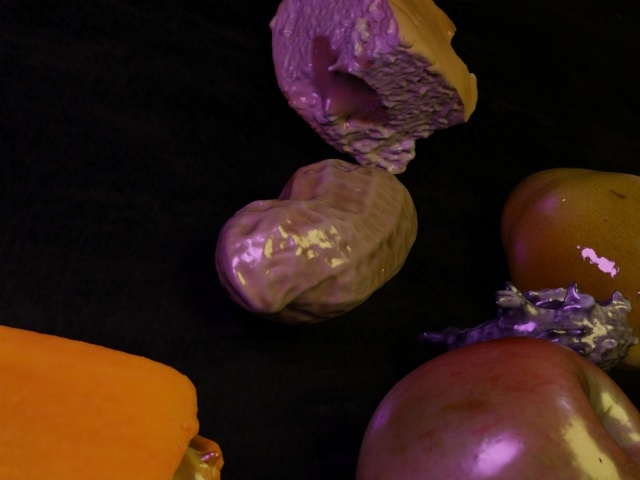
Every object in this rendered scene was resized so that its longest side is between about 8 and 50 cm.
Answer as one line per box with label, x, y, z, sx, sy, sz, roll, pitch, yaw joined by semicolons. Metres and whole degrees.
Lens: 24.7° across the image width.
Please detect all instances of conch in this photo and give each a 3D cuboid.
conch;0.250;0.137;1.654;0.186;0.240;0.313;54;-14;38

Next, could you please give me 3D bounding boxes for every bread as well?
bread;0.059;-0.228;1.737;0.224;0.183;0.211;29;36;-49

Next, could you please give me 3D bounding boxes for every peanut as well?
peanut;0.000;0.000;1.465;0.325;0.140;0.153;-20;93;-61

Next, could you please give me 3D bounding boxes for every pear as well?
pear;0.379;0.018;1.968;0.285;0.285;0.336;12;42;-56

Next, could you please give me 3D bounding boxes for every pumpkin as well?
pumpkin;-0.159;0.215;0.876;0.225;0.256;0.303;-84;161;-54

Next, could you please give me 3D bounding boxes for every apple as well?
apple;0.192;0.248;1.413;0.319;0.277;0.319;38;36;-34
